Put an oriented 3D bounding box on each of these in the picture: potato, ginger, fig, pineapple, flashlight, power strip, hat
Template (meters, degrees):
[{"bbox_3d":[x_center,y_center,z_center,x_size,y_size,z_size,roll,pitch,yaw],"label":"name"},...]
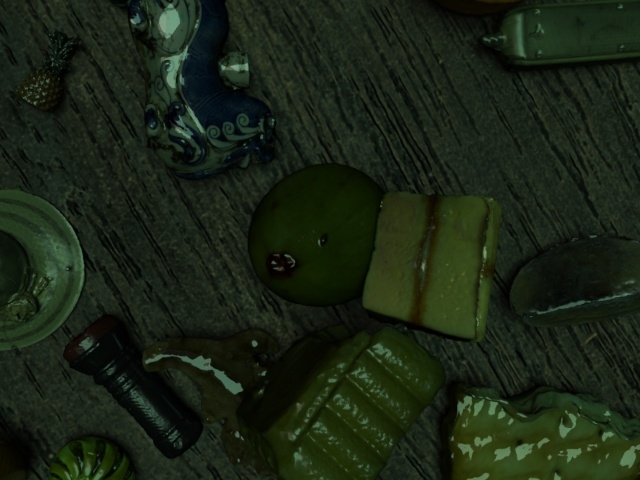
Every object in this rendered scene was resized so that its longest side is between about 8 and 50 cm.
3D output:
[{"bbox_3d":[0.423,0.069,0.812,0.261,0.100,0.120,-13,54,10],"label":"potato"},{"bbox_3d":[-0.099,0.243,0.770,0.166,0.080,0.333,-42,94,-20],"label":"ginger"},{"bbox_3d":[0.000,0.000,0.698,0.203,0.225,0.202,4,106,15],"label":"fig"},{"bbox_3d":[-0.388,-0.248,0.739,0.058,0.058,0.124,27,89,-5],"label":"pineapple"},{"bbox_3d":[-0.270,0.218,0.755,0.093,0.093,0.232,-38,100,-2],"label":"flashlight"},{"bbox_3d":[0.432,-0.323,0.800,0.388,0.066,0.092,-6,94,-7],"label":"power strip"},{"bbox_3d":[-0.476,0.043,0.715,0.252,0.110,0.251,0,93,-4],"label":"hat"}]

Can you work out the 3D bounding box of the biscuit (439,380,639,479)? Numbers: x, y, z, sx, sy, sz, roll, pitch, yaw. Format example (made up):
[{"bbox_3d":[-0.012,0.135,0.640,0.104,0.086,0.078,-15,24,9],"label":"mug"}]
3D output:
[{"bbox_3d":[0.339,0.330,0.810,0.329,0.078,0.335,-41,94,1],"label":"biscuit"}]

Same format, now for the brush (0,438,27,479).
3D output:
[{"bbox_3d":[-0.547,0.353,0.704,0.166,0.174,0.266,38,107,9],"label":"brush"}]

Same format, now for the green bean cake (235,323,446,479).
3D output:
[{"bbox_3d":[0.013,0.200,0.652,0.124,0.236,0.233,47,68,-7],"label":"green bean cake"}]

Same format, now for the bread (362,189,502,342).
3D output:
[{"bbox_3d":[0.202,0.034,0.678,0.264,0.163,0.167,7,91,-45],"label":"bread"}]

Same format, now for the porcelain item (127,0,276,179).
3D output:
[{"bbox_3d":[-0.165,-0.233,0.720,0.186,0.138,0.287,-8,94,-15],"label":"porcelain item"}]

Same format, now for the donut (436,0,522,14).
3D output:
[{"bbox_3d":[0.242,-0.480,0.750,0.303,0.110,0.302,0,91,-3],"label":"donut"}]

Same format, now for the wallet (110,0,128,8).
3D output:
[{"bbox_3d":[-0.235,-0.465,0.656,0.318,0.045,0.172,-34,98,38],"label":"wallet"}]

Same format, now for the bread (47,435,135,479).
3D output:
[{"bbox_3d":[-0.346,0.366,0.757,0.130,0.071,0.139,35,89,-9],"label":"bread"}]
